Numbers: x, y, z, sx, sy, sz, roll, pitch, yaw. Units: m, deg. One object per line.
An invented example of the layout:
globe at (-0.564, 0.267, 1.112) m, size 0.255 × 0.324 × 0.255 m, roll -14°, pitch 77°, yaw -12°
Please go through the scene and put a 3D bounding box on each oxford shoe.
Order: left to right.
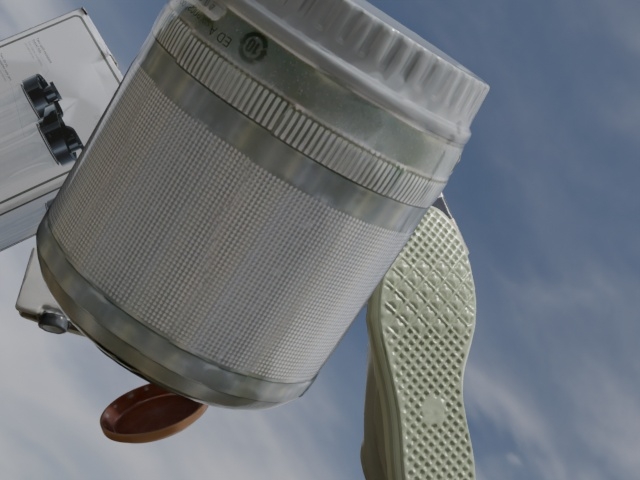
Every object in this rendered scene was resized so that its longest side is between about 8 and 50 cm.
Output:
oxford shoe at (0.123, 0.172, 1.434) m, size 0.130 × 0.169 × 0.450 m, roll 156°, pitch -64°, yaw -63°

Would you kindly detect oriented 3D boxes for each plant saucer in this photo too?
plant saucer at (-0.123, 0.129, 0.787) m, size 0.083 × 0.083 × 0.013 m, roll 12°, pitch -59°, yaw 49°

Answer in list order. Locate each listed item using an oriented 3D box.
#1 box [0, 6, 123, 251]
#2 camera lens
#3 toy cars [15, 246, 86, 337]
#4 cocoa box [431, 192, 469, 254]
box at (-0.314, -0.082, 0.994) m, size 0.169 × 0.290 × 0.087 m, roll 57°, pitch -16°, yaw 17°
camera lens at (-0.044, -0.042, 0.712) m, size 0.219 × 0.219 × 0.274 m, roll 39°, pitch -75°, yaw 24°
toy cars at (-0.171, 0.039, 1.277) m, size 0.176 × 0.393 × 0.087 m, roll 60°, pitch -25°, yaw 12°
cocoa box at (0.000, 0.000, 1.595) m, size 0.228 × 0.347 × 0.231 m, roll 67°, pitch -18°, yaw 8°
